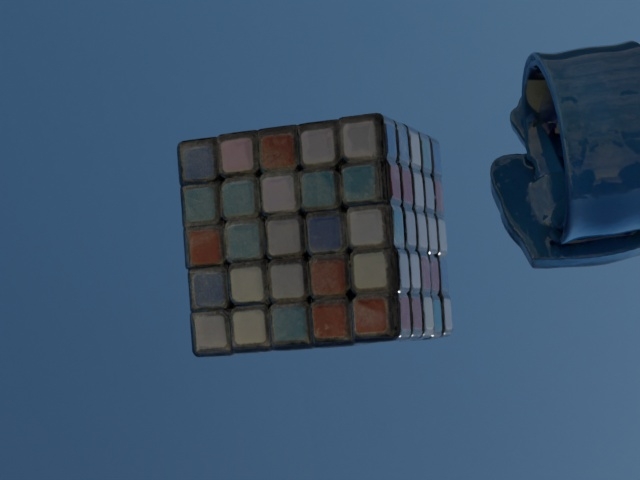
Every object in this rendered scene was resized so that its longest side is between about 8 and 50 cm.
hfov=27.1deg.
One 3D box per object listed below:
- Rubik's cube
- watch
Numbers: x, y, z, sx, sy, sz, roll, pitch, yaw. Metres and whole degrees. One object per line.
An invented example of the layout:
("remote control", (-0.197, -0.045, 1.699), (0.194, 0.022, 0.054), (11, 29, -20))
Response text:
("Rubik's cube", (0.000, 0.000, 1.771), (0.287, 0.293, 0.292), (-6, -96, 19))
("watch", (0.334, -0.140, 1.646), (0.241, 0.274, 0.305), (-10, -120, -2))
